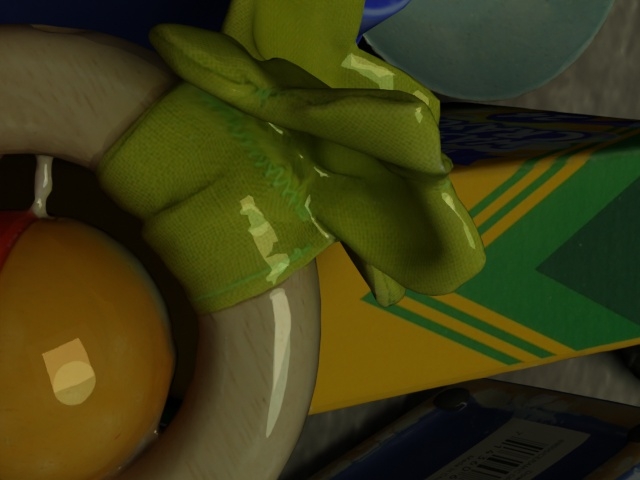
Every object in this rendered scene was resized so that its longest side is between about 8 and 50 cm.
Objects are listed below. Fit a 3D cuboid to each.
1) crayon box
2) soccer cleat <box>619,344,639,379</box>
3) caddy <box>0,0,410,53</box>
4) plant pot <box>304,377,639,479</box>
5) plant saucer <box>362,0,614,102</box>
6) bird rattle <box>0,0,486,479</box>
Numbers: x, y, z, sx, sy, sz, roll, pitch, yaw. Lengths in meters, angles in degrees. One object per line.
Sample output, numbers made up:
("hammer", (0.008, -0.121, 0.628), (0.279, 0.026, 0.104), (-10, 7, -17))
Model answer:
("crayon box", (0.000, 0.000, 0.671), (0.323, 0.203, 0.083), (-9, 103, -34))
("soccer cleat", (0.290, 0.041, 0.962), (0.318, 0.108, 0.116), (10, 68, -32))
("caddy", (-0.075, -0.200, 0.601), (0.341, 0.179, 0.241), (52, 53, -19))
("plant pot", (0.092, 0.197, 0.760), (0.236, 0.236, 0.212), (-29, 108, -27))
("plant saucer", (0.065, -0.162, 0.787), (0.195, 0.037, 0.195), (-2, 93, -35))
("bird rattle", (-0.086, 0.000, 0.458), (0.253, 0.143, 0.207), (8, 98, -3))
